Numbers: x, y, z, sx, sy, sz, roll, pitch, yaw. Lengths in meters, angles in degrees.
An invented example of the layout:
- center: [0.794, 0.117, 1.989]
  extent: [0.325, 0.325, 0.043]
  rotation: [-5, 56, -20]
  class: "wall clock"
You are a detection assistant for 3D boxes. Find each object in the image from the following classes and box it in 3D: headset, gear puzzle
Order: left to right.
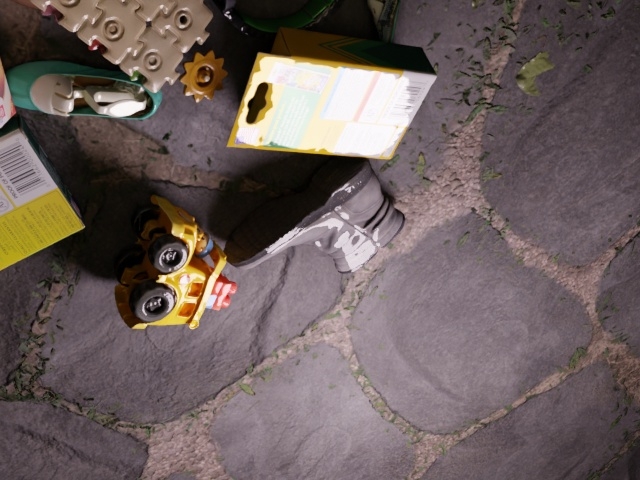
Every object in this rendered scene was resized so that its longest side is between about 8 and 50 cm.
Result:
- center: [-0.259, -0.331, 1.135]
  extent: [0.175, 0.044, 0.339]
  rotation: [-54, 136, 1]
  class: "gear puzzle"
- center: [-0.105, -0.478, 1.129]
  extent: [0.243, 0.185, 0.394]
  rotation: [-40, 142, 8]
  class: "headset"

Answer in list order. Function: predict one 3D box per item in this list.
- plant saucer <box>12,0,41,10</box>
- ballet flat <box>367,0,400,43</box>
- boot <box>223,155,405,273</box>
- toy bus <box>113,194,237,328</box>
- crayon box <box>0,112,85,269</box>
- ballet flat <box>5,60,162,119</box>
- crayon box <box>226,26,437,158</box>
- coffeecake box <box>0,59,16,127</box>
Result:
- center: [-0.369, -0.469, 1.047]
  extent: [0.311, 0.050, 0.310]
  rotation: [-10, 122, -17]
  class: "plant saucer"
- center: [0.113, -0.427, 1.284]
  extent: [0.070, 0.070, 0.188]
  rotation: [2, 117, -25]
  class: "ballet flat"
- center: [0.000, 0.000, 1.459]
  extent: [0.338, 0.118, 0.222]
  rotation: [-32, 132, 2]
  class: "boot"
- center: [-0.244, 0.050, 1.358]
  extent: [0.211, 0.149, 0.220]
  rotation: [11, 112, -33]
  class: "toy bus"
- center: [-0.571, -0.041, 1.197]
  extent: [0.318, 0.081, 0.202]
  rotation: [-27, 126, -7]
  class: "crayon box"
- center: [-0.368, -0.229, 1.167]
  extent: [0.247, 0.087, 0.083]
  rotation: [-2, 123, -22]
  class: "ballet flat"
- center: [0.009, -0.247, 1.287]
  extent: [0.323, 0.083, 0.203]
  rotation: [1, 140, -25]
  class: "crayon box"
- center: [-0.504, -0.242, 1.050]
  extent: [0.068, 0.142, 0.185]
  rotation: [-6, 118, 0]
  class: "coffeecake box"
